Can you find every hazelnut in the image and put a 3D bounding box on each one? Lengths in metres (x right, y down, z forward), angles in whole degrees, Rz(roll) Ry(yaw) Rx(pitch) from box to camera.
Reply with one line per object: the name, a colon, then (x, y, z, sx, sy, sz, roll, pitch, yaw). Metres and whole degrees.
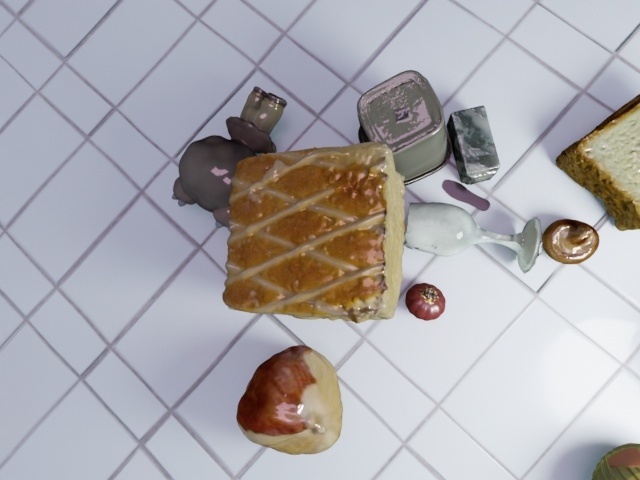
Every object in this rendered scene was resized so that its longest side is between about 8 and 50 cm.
hazelnut: (-0.058, 0.387, 1.026, 0.261, 0.241, 0.261, 5, 81, -36)

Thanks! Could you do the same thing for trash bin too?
trash bin: (0.204, -0.273, 1.076, 0.219, 0.250, 0.219, -28, 80, 10)

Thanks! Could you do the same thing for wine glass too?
wine glass: (0.364, -0.016, 1.075, 0.321, 0.143, 0.143, 12, 84, 8)

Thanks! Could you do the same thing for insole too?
insole: (0.385, -0.119, 1.155, 0.135, 0.002, 0.045, 30, 88, 11)

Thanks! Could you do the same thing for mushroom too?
mushroom: (0.612, 0.000, 1.069, 0.126, 0.085, 0.109, 22, 121, 8)

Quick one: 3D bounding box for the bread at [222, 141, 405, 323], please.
bread: (0.000, 0.000, 1.001, 0.390, 0.279, 0.370, -3, 80, 26)

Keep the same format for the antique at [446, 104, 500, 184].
antique: (0.394, -0.240, 1.127, 0.086, 0.088, 0.182, -12, 82, 6)

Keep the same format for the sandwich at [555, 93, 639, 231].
sandwich: (0.787, -0.165, 1.046, 0.262, 0.131, 0.325, -36, 77, 0)

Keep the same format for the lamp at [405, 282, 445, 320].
lamp: (0.262, 0.152, 1.090, 0.101, 0.090, 0.101, 5, 47, -5)

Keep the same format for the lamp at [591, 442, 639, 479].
lamp: (0.695, 0.575, 0.910, 0.250, 0.250, 0.284, 21, 104, 10)

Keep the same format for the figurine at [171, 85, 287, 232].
figurine: (-0.223, -0.224, 1.149, 0.248, 0.203, 0.380, 30, 86, 14)
